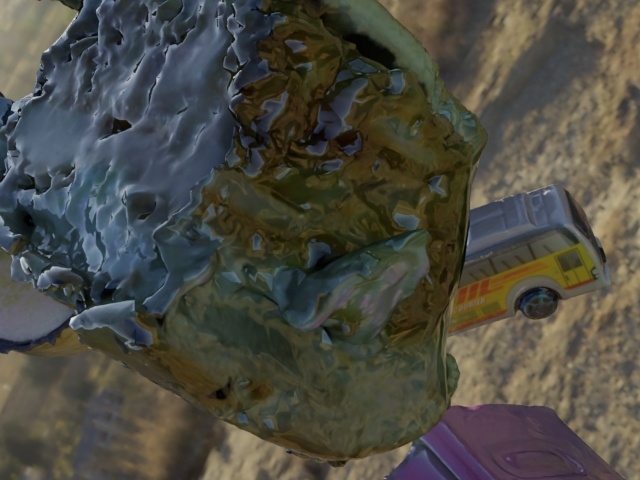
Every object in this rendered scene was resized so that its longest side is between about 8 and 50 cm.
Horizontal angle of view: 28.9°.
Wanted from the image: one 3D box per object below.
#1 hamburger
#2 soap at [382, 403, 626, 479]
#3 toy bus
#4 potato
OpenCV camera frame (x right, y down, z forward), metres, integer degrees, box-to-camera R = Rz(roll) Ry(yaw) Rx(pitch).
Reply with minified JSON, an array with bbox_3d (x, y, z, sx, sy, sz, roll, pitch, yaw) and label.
[{"bbox_3d":[-0.035,-0.022,0.524,0.168,0.192,0.288,-56,33,-6],"label":"hamburger"},{"bbox_3d":[0.138,0.173,0.674,0.203,0.122,0.065,45,119,43],"label":"soap"},{"bbox_3d":[0.131,0.033,1.174,0.268,0.106,0.092,-19,34,14],"label":"toy bus"},{"bbox_3d":[-0.292,0.036,1.394,0.229,0.229,0.266,-62,-20,0],"label":"potato"}]
